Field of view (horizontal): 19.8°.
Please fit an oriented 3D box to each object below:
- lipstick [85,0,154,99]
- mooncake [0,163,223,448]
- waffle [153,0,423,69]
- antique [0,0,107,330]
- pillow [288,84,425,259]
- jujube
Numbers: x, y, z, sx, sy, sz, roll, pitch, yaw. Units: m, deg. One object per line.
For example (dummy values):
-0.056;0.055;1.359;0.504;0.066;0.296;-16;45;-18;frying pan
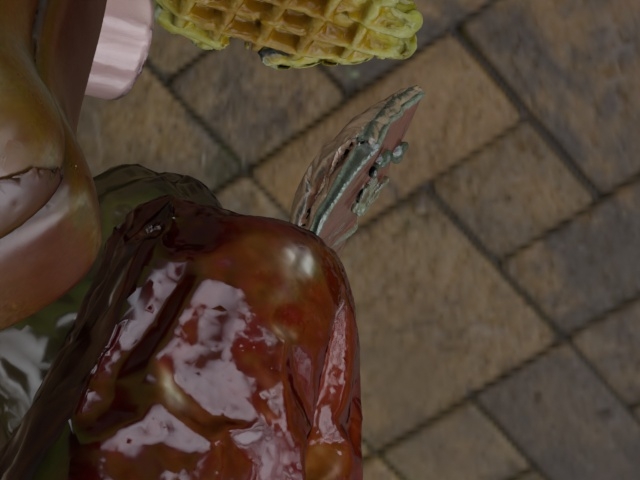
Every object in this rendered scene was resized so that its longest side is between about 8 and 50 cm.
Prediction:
-0.269;-0.166;1.179;0.326;0.087;0.087;11;127;-33;lipstick
-0.107;0.117;1.094;0.187;0.324;0.324;-25;126;-14;mooncake
-0.048;-0.224;1.635;0.261;0.056;0.250;-1;154;33;waffle
-0.167;-0.080;0.542;0.223;0.278;0.129;-34;155;-13;antique
0.000;0.000;1.254;0.043;0.126;0.232;32;118;11;pillow
-0.071;0.146;0.843;0.216;0.342;0.216;8;159;3;jujube
